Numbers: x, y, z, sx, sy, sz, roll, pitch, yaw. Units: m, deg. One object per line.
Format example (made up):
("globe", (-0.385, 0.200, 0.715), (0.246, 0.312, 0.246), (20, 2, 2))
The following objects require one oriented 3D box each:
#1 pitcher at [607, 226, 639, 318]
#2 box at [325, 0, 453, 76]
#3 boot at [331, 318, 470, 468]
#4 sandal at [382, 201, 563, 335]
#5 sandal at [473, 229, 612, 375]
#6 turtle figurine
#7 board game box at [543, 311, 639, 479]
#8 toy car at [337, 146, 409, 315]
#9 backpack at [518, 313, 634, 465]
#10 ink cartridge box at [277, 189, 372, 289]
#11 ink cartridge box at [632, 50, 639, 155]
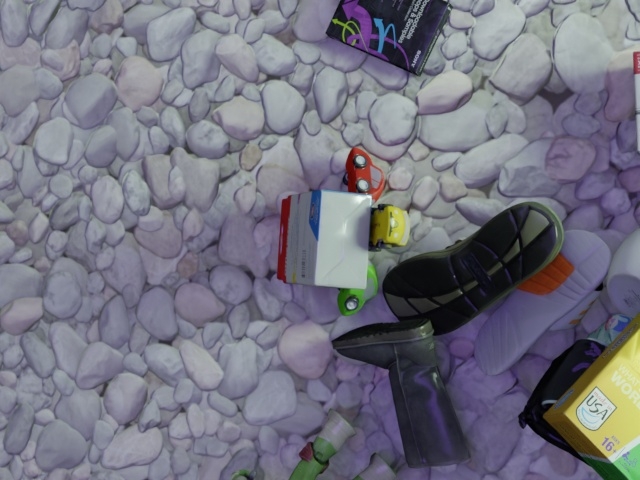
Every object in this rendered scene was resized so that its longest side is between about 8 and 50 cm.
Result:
("pitcher", (0.481, 0.038, 1.399), (0.207, 0.125, 0.178), (-37, 82, -27))
("box", (0.102, -0.330, 1.626), (0.162, 0.029, 0.116), (26, 96, 17))
("boot", (0.115, 0.225, 1.576), (0.189, 0.076, 0.209), (-8, 104, 44))
("sandal", (0.219, 0.043, 1.530), (0.302, 0.086, 0.120), (-29, 87, 33))
("sandal", (0.314, 0.088, 1.512), (0.265, 0.076, 0.102), (-52, 47, 31))
("turtle figurine", (-0.027, 0.392, 1.600), (0.266, 0.275, 0.198), (-43, 51, -8))
("board game box", (0.450, 0.176, 1.255), (0.242, 0.064, 0.316), (45, 74, 2))
("toy car", (0.069, 0.007, 1.580), (0.053, 0.239, 0.225), (4, 118, -16))
("backpack", (0.410, 0.224, 1.385), (0.253, 0.225, 0.191), (34, 76, 10))
("ink cartridge box", (0.000, 0.000, 1.580), (0.078, 0.231, 0.134), (4, 89, -16))
("ink cartridge box", (0.451, -0.180, 1.457), (0.056, 0.099, 0.135), (-3, 86, 19))
